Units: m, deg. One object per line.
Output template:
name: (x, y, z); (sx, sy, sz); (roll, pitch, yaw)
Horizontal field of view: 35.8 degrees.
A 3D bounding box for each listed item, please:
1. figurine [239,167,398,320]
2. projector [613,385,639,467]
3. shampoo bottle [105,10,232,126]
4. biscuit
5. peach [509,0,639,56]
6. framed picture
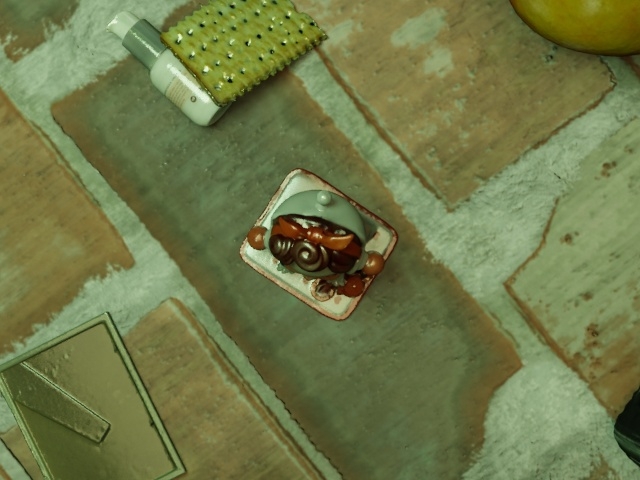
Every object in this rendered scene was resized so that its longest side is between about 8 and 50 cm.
figurine: (0.000, 0.000, 1.275); (0.183, 0.226, 0.160); (33, 87, 1)
projector: (0.662, 0.233, 1.264); (0.405, 0.242, 0.395); (36, 87, 0)
shampoo bottle: (-0.206, -0.241, 1.359); (0.192, 0.074, 0.074); (43, 88, 3)
biscuit: (-0.106, -0.279, 1.353); (0.203, 0.016, 0.144); (-40, 85, -25)
peach: (0.383, -0.386, 1.270); (0.332, 0.308, 0.307); (-3, 88, 13)
framed picture: (-0.320, 0.249, 1.369); (0.184, 0.016, 0.250); (-28, 88, -1)
